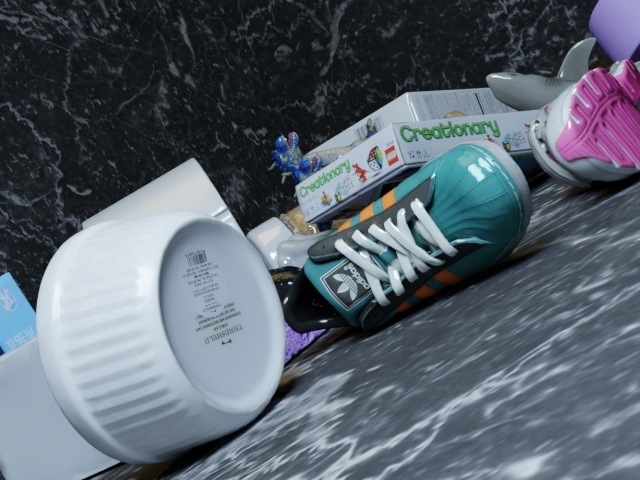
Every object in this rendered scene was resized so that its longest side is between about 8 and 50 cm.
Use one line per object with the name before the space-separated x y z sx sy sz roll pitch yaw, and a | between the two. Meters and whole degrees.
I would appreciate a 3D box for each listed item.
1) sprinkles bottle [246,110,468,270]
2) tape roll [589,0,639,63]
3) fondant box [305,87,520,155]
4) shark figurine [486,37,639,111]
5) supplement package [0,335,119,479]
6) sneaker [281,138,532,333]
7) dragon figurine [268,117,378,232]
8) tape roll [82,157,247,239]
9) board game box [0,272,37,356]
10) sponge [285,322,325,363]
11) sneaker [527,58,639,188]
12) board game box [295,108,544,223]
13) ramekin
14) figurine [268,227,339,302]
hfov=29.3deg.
sprinkles bottle | 0.074 -0.046 1.709 0.355 0.121 0.121 -31 3 -12
tape roll | 0.512 -0.342 1.701 0.275 0.090 0.275 -29 -18 -10
fondant box | 0.173 -0.155 1.985 0.330 0.096 0.238 -9 -14 -47
shark figurine | 0.370 -0.190 1.538 0.278 0.166 0.116 -24 36 18
supplement package | -0.236 0.149 1.309 0.194 0.149 0.203 -28 3 39
sneaker | 0.065 0.016 1.053 0.121 0.108 0.302 -34 -4 -32
dragon figurine | 0.021 -0.063 1.541 0.144 0.085 0.289 -24 -26 -4
tape roll | -0.173 0.039 1.576 0.169 0.246 0.246 -31 3 -5
board game box | -0.428 0.184 1.726 0.064 0.242 0.316 -34 4 -26
sponge | -0.082 0.132 1.215 0.117 0.031 0.210 -29 3 35
sneaker | 0.246 -0.092 1.129 0.111 0.103 0.252 -34 -5 27
board game box | 0.148 -0.088 1.409 0.305 0.053 0.193 -9 -13 -37
ramekin | -0.119 0.073 1.001 0.109 0.207 0.207 -18 10 32
figurine | 0.021 0.034 1.408 0.209 0.092 0.215 -18 10 37
